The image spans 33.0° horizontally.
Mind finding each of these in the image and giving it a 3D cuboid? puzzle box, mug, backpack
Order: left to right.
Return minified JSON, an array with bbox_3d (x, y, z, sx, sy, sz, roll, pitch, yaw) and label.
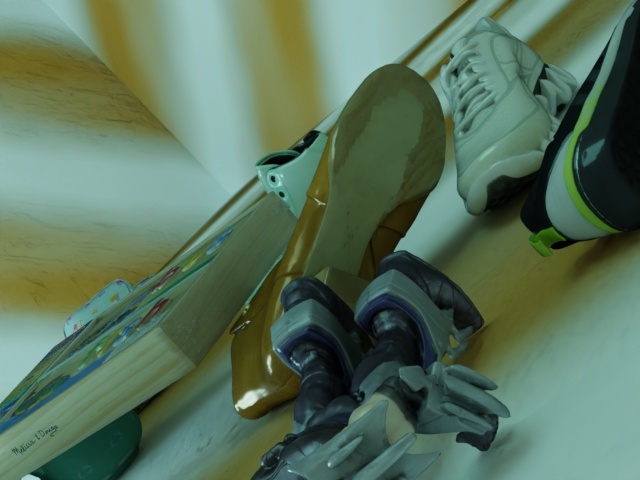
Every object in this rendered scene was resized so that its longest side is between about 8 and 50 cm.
[{"bbox_3d":[-0.282,0.247,1.264,0.158,0.097,0.129,-46,9,-8],"label":"mug"},{"bbox_3d":[-0.216,0.119,1.126,0.409,0.052,0.272,-33,12,32],"label":"puzzle box"},{"bbox_3d":[-0.263,0.137,1.537,0.188,0.144,0.166,-36,33,-3],"label":"backpack"}]

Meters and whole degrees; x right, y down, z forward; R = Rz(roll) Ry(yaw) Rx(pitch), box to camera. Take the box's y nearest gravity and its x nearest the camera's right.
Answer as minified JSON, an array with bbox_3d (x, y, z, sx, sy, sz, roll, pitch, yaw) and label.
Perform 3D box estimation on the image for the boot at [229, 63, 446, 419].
[{"bbox_3d":[0.001,0.001,0.942,0.211,0.104,0.295,-40,27,54],"label":"boot"}]

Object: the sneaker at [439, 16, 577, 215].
[{"bbox_3d":[0.150,-0.116,0.953,0.110,0.118,0.292,-38,11,25],"label":"sneaker"}]

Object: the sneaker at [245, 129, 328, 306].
[{"bbox_3d":[-0.038,-0.026,1.283,0.256,0.151,0.094,-40,10,32],"label":"sneaker"}]

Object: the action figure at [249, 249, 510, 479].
[{"bbox_3d":[0.017,0.102,0.580,0.185,0.099,0.285,-32,16,24],"label":"action figure"}]

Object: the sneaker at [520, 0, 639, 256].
[{"bbox_3d":[0.185,-0.078,0.694,0.097,0.084,0.234,-36,11,49],"label":"sneaker"}]
